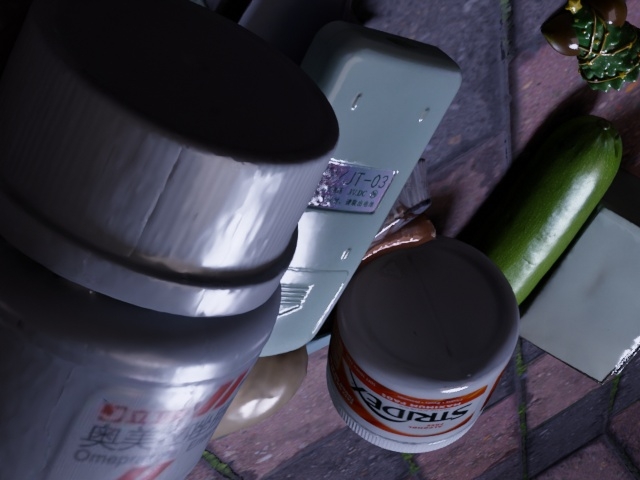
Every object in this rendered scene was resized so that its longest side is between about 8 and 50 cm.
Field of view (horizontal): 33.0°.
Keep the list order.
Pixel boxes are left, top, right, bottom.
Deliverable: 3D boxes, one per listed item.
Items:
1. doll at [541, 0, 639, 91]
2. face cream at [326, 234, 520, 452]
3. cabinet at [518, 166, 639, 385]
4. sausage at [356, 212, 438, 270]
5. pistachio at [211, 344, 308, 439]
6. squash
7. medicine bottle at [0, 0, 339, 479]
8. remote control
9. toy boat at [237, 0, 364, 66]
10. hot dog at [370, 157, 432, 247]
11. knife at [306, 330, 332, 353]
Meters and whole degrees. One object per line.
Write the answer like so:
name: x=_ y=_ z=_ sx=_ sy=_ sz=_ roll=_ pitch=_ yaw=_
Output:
doll: x=0.267 y=-0.186 z=1.026 sx=0.078 sy=0.076 sz=0.113 roll=-33 pitch=155 yaw=21
face cream: x=0.112 y=0.118 z=1.238 sx=0.201 sy=0.201 sz=0.187 roll=-23 pitch=153 yaw=-19
cabinet: x=0.356 y=0.042 z=1.340 sx=0.206 sy=0.150 sz=0.145 roll=-60 pitch=-179 yaw=30
sausage: x=0.039 y=0.019 z=1.158 sx=0.177 sy=0.047 sz=0.040 roll=-29 pitch=157 yaw=-3
pistachio: x=-0.114 y=0.146 z=1.118 sx=0.223 sy=0.126 sz=0.152 roll=-26 pitch=152 yaw=-11
squash: x=0.242 y=-0.004 z=1.290 sx=0.101 sy=0.101 sz=0.378 roll=-11 pitch=142 yaw=-38
medicine bottle: x=-0.142 y=0.009 z=0.717 sx=0.245 sy=0.245 sz=0.306 roll=-4 pitch=133 yaw=-45
remote control: x=-0.004 y=-0.029 z=0.858 sx=0.140 sy=0.056 sz=0.296 roll=5 pitch=124 yaw=-41
toy boat: x=-0.031 y=-0.116 z=0.832 sx=0.219 sy=0.072 sz=0.318 roll=-32 pitch=151 yaw=-9
hot dog: x=0.000 y=0.000 z=1.017 sx=0.253 sy=0.069 sz=0.131 roll=-34 pitch=179 yaw=21
knife: x=-0.054 y=0.140 z=1.289 sx=0.260 sy=0.034 sz=0.063 roll=-7 pitch=143 yaw=-47
